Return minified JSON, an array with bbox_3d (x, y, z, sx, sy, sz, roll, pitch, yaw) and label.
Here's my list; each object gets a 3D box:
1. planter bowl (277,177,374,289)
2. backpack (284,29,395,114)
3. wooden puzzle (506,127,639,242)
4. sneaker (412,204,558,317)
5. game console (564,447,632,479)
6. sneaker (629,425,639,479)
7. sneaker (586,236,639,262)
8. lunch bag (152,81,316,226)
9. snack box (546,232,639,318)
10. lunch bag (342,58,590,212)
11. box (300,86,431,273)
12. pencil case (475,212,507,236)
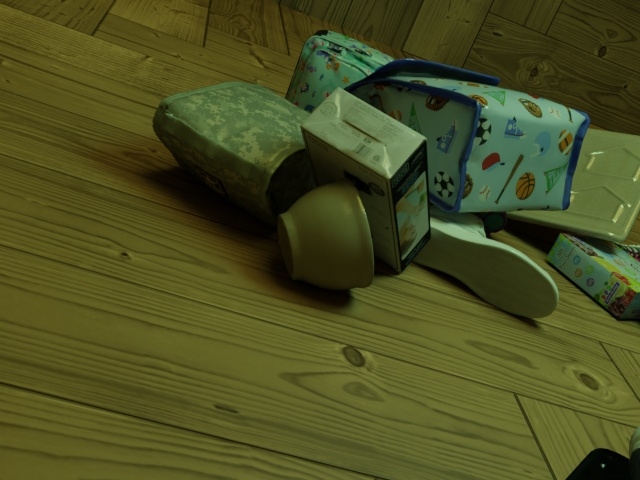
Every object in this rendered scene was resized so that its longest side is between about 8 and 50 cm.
[{"bbox_3d":[0.000,0.000,1.212,0.109,0.162,0.162,-13,34,-12],"label":"planter bowl"},{"bbox_3d":[0.059,-0.313,1.827,0.253,0.225,0.191,21,25,-3],"label":"backpack"},{"bbox_3d":[0.552,-0.125,1.846,0.322,0.081,0.348,16,50,32],"label":"wooden puzzle"},{"bbox_3d":[0.289,0.020,1.474,0.292,0.108,0.169,29,27,15],"label":"sneaker"},{"bbox_3d":[0.378,0.369,0.861,0.342,0.060,0.386,25,20,29],"label":"game console"},{"bbox_3d":[0.506,0.274,0.933,0.322,0.130,0.236,8,23,-2],"label":"sneaker"},{"bbox_3d":[0.656,0.039,1.837,0.170,0.063,0.075,20,22,4],"label":"sneaker"},{"bbox_3d":[-0.110,-0.143,1.374,0.235,0.169,0.287,33,20,21],"label":"lunch bag"},{"bbox_3d":[0.582,0.071,1.684,0.174,0.070,0.207,6,30,-38],"label":"snack box"},{"bbox_3d":[0.253,-0.209,1.619,0.327,0.239,0.385,1,18,-37],"label":"lunch bag"},{"bbox_3d":[0.077,-0.084,1.303,0.169,0.087,0.290,34,-19,24],"label":"box"},{"bbox_3d":[0.345,-0.079,1.749,0.064,0.070,0.152,16,36,-7],"label":"pencil case"}]
